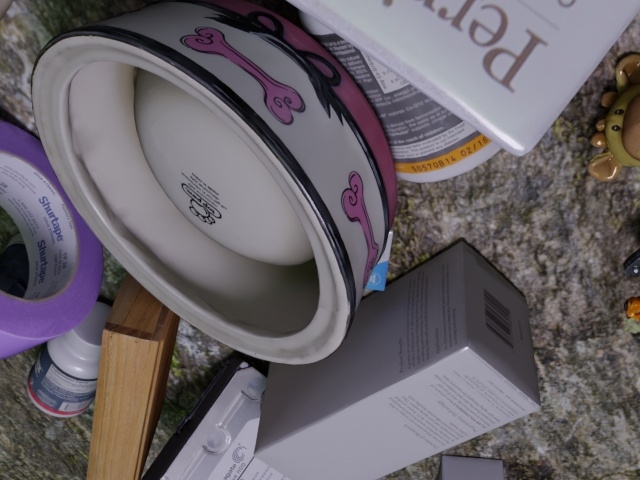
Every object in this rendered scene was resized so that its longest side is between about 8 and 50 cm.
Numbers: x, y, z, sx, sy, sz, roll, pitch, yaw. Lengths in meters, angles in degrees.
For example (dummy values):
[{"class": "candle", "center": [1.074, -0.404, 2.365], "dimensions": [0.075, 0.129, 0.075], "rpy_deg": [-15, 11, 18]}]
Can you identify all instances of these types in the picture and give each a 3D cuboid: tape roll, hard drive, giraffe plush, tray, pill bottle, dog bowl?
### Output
[{"class": "tape roll", "center": [-0.383, -0.003, 0.942], "dimensions": [0.090, 0.275, 0.275], "rpy_deg": [-24, 124, 25]}, {"class": "hard drive", "center": [-0.075, 0.366, 1.260], "dimensions": [0.339, 0.237, 0.064], "rpy_deg": [42, 166, -24]}, {"class": "giraffe plush", "center": [0.381, -0.118, 0.844], "dimensions": [0.170, 0.181, 0.210], "rpy_deg": [16, 166, 7]}, {"class": "tray", "center": [-0.257, 0.194, 1.141], "dimensions": [0.076, 0.203, 0.411], "rpy_deg": [15, 131, -5]}, {"class": "pill bottle", "center": [-0.360, 0.173, 1.201], "dimensions": [0.108, 0.108, 0.180], "rpy_deg": [27, 128, -15]}, {"class": "pill bottle", "center": [0.077, -0.205, 0.784], "dimensions": [0.162, 0.162, 0.278], "rpy_deg": [-19, 126, 22]}, {"class": "dog bowl", "center": [-0.099, -0.068, 0.839], "dimensions": [0.408, 0.150, 0.408], "rpy_deg": [27, 145, 21]}]

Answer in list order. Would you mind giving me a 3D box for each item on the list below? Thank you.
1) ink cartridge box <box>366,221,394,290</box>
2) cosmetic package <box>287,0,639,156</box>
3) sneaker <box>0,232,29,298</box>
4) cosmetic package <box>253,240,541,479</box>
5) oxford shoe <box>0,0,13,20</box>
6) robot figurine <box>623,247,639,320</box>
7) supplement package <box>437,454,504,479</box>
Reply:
[{"class": "ink cartridge box", "center": [0.000, 0.000, 1.035], "dimensions": [0.180, 0.060, 0.104], "rpy_deg": [6, 131, 3]}, {"class": "cosmetic package", "center": [0.083, -0.318, 0.470], "dimensions": [0.329, 0.327, 0.393], "rpy_deg": [33, 105, -6]}, {"class": "sneaker", "center": [-0.443, 0.120, 1.132], "dimensions": [0.086, 0.163, 0.226], "rpy_deg": [14, 132, -7]}, {"class": "cosmetic package", "center": [0.093, 0.185, 1.094], "dimensions": [0.155, 0.197, 0.365], "rpy_deg": [39, 126, -25]}, {"class": "oxford shoe", "center": [-0.467, -0.353, 0.778], "dimensions": [0.146, 0.140, 0.397], "rpy_deg": [-44, 112, 1]}, {"class": "robot figurine", "center": [0.504, 0.043, 0.944], "dimensions": [0.291, 0.085, 0.211], "rpy_deg": [-15, 122, 25]}, {"class": "supplement package", "center": [0.248, 0.461, 1.369], "dimensions": [0.105, 0.105, 0.179], "rpy_deg": [4, 132, 4]}]
